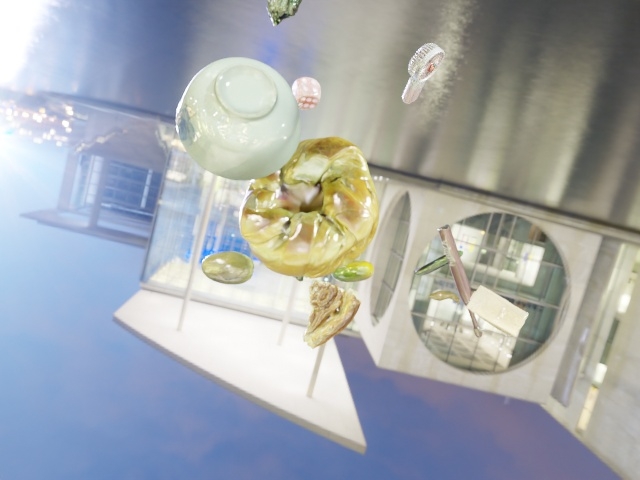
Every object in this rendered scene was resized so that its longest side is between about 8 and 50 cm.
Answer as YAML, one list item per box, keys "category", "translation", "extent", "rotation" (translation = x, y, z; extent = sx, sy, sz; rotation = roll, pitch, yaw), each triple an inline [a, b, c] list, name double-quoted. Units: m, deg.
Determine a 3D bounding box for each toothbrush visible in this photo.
- category: "toothbrush"
  translation: [0.428, 0.127, 1.621]
  extent: [0.040, 0.364, 0.041]
  rotation: [-20, -174, 2]

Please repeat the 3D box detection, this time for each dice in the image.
- category: "dice"
  translation: [-0.056, -0.569, 2.075]
  extent: [0.093, 0.091, 0.094]
  rotation: [1, 153, -21]

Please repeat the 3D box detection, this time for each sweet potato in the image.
- category: "sweet potato"
  translation: [0.451, 0.202, 1.940]
  extent: [0.153, 0.041, 0.038]
  rotation: [12, -166, -28]

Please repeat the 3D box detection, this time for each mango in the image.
- category: "mango"
  translation: [0.124, 0.117, 1.992]
  extent: [0.191, 0.086, 0.122]
  rotation: [-2, 161, 42]

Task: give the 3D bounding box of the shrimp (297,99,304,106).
- category: "shrimp"
  translation: [-0.137, -0.408, 1.725]
  extent: [0.190, 0.075, 0.073]
  rotation: [-22, -160, -6]

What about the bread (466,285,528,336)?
- category: "bread"
  translation: [0.466, 0.187, 1.420]
  extent: [0.152, 0.077, 0.105]
  rotation: [34, 180, 14]

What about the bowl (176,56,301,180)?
- category: "bowl"
  translation: [-0.170, -0.291, 1.173]
  extent: [0.289, 0.289, 0.146]
  rotation: [14, 161, -9]

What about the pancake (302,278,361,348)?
- category: "pancake"
  translation: [0.017, 0.248, 1.916]
  extent: [0.244, 0.266, 0.057]
  rotation: [57, 173, -31]

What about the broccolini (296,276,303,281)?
- category: "broccolini"
  translation: [0.002, 0.004, 1.915]
  extent: [0.079, 0.392, 0.074]
  rotation: [45, -146, 16]

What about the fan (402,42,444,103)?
- category: "fan"
  translation: [0.352, -0.580, 1.886]
  extent: [0.130, 0.244, 0.074]
  rotation: [-34, -108, -28]

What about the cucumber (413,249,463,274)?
- category: "cucumber"
  translation: [0.389, 0.075, 1.759]
  extent: [0.184, 0.033, 0.036]
  rotation: [-33, 154, 31]

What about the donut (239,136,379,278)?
- category: "donut"
  translation: [-0.024, -0.086, 1.302]
  extent: [0.360, 0.360, 0.170]
  rotation: [17, 156, 18]

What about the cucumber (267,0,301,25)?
- category: "cucumber"
  translation: [-0.064, -0.702, 1.309]
  extent: [0.096, 0.360, 0.096]
  rotation: [9, -176, -1]

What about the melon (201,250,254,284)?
- category: "melon"
  translation: [-0.275, 0.080, 1.584]
  extent: [0.162, 0.099, 0.099]
  rotation: [4, -175, 9]
